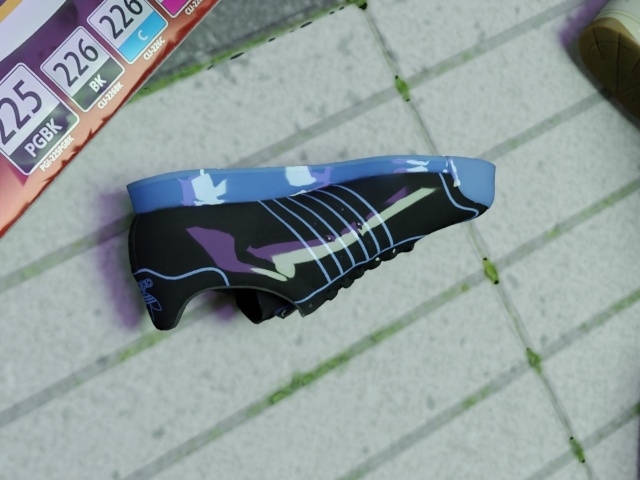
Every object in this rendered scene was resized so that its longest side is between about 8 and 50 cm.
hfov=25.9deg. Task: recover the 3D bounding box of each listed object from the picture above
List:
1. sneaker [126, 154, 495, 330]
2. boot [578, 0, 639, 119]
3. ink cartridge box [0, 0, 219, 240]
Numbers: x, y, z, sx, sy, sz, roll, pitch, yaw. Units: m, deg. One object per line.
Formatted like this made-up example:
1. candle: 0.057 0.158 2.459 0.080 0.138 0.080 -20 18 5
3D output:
1. sneaker: 0.000 0.000 0.826 0.232 0.081 0.090 -5 87 -19
2. boot: 0.296 -0.127 0.983 0.213 0.077 0.165 43 65 -13
3. ink cartridge box: -0.228 -0.134 0.708 0.272 0.130 0.309 43 68 -12
